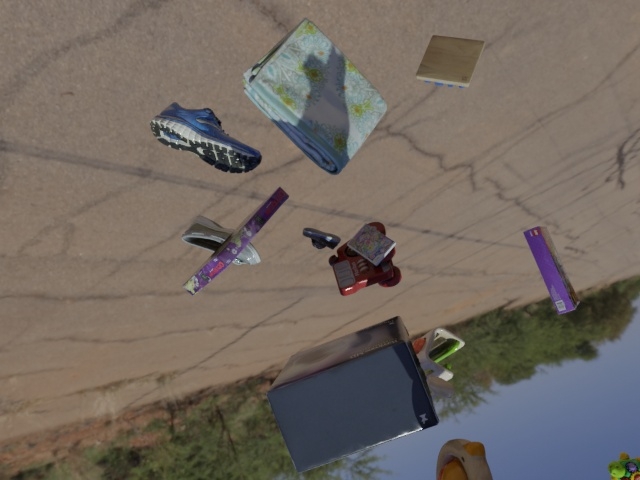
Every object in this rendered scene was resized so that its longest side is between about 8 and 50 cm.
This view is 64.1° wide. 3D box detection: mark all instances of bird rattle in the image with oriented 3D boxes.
[{"bbox_3d":[0.248,0.444,0.855,0.143,0.206,0.253,1,153,-3],"label":"bird rattle"}]

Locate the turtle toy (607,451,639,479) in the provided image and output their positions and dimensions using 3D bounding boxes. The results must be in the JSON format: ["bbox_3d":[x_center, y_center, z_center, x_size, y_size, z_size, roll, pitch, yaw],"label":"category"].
[{"bbox_3d":[0.904,0.683,1.505,0.130,0.095,0.066,19,-176,-4],"label":"turtle toy"}]

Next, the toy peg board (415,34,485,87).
[{"bbox_3d":[0.393,-0.523,1.544,0.161,0.160,0.079,17,163,22],"label":"toy peg board"}]

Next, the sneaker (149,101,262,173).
[{"bbox_3d":[-0.316,-0.313,1.483,0.129,0.330,0.147,118,-2,-64],"label":"sneaker"}]

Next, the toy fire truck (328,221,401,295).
[{"bbox_3d":[0.161,0.075,1.994,0.254,0.302,0.169,-18,125,0],"label":"toy fire truck"}]

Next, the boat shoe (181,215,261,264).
[{"bbox_3d":[-0.334,0.016,1.727,0.103,0.320,0.118,-51,149,-23],"label":"boat shoe"}]

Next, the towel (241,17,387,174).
[{"bbox_3d":[-0.003,-0.417,1.465,0.320,0.374,0.090,-54,-164,-26],"label":"towel"}]

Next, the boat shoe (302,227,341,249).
[{"bbox_3d":[0.000,0.000,2.009,0.183,0.066,0.066,16,104,-35],"label":"boat shoe"}]

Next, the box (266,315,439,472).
[{"bbox_3d":[0.074,0.311,1.103,0.296,0.182,0.294,-22,179,6],"label":"box"}]

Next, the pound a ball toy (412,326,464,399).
[{"bbox_3d":[0.309,0.395,1.574,0.208,0.136,0.319,-58,179,-32],"label":"pound a ball toy"}]

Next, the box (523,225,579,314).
[{"bbox_3d":[0.793,0.094,1.748,0.057,0.293,0.201,-25,169,28],"label":"box"}]

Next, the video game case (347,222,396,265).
[{"bbox_3d":[0.146,0.010,1.476,0.087,0.122,0.011,-47,143,-8],"label":"video game case"}]

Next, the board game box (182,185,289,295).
[{"bbox_3d":[-0.234,-0.003,1.445,0.208,0.056,0.347,-41,-171,44],"label":"board game box"}]
